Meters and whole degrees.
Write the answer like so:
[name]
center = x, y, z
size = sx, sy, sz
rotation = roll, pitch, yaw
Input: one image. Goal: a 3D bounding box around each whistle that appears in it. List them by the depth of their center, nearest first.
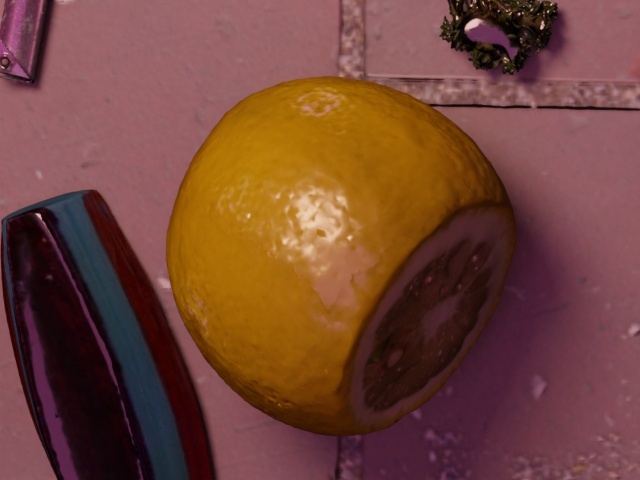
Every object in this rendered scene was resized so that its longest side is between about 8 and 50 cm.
[whistle]
center = -0.216, -0.206, 1.405
size = 0.033, 0.033, 0.176
rotation = 15, 103, 10

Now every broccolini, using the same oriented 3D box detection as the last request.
[broccolini]
center = 0.073, -0.227, 1.342
size = 0.254, 0.071, 0.057
rotation = 54, 148, 7

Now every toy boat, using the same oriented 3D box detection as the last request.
[toy boat]
center = -0.158, 0.157, 1.436
size = 0.136, 0.079, 0.392
rotation = -16, 93, 17

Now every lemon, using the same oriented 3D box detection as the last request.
[lemon]
center = 0.000, 0.000, 1.292
size = 0.219, 0.240, 0.240
rotation = 36, 106, 26
